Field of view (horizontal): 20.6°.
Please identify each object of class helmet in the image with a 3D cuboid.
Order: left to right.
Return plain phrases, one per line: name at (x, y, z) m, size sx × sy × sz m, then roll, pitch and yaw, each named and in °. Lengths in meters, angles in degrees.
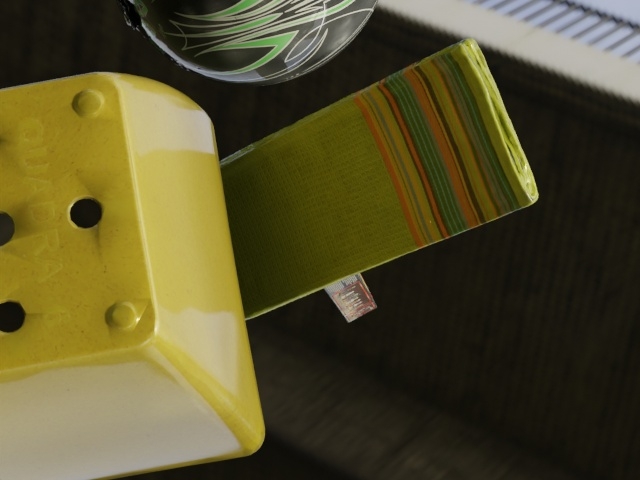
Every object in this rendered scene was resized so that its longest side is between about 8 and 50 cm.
helmet at (-0.041, -0.184, 1.193) m, size 0.161 × 0.169 × 0.169 m, roll 16°, pitch -60°, yaw 42°

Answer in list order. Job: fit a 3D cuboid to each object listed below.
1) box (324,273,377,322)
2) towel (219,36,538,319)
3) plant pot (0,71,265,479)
box at (0.000, 0.000, 1.241) m, size 0.027 × 0.137 × 0.094 m, roll -29°, pitch -107°, yaw 1°
towel at (0.016, -0.030, 1.061) m, size 0.237 × 0.021 × 0.102 m, roll -24°, pitch -92°, yaw 36°
plant pot at (-0.156, 0.016, 0.944) m, size 0.212 × 0.187 × 0.212 m, roll -10°, pitch -104°, yaw 0°
